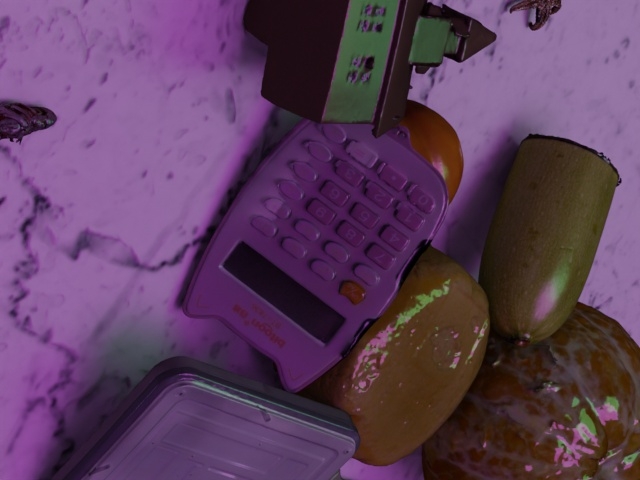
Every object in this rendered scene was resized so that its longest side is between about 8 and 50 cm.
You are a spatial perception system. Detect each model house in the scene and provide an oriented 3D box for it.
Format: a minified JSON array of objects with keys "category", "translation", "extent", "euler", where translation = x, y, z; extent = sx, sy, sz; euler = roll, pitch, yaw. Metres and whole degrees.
[{"category":"model house","translation":[0.069,-0.211,1.551],"extent":[0.248,0.176,0.180],"euler":[-2,113,-37]}]

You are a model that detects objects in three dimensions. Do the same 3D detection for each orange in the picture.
[{"category":"orange","translation":[0.276,0.236,1.944],"extent":[0.329,0.249,0.329],"euler":[-18,120,-32]}]

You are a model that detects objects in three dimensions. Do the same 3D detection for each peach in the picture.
[{"category":"peach","translation":[0.081,-0.085,1.672],"extent":[0.138,0.138,0.138],"euler":[-22,125,-34]}]

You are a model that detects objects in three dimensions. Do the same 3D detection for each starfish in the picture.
[{"category":"starfish","translation":[0.248,-0.285,1.791],"extent":[0.091,0.028,0.078],"euler":[34,90,-43]}]

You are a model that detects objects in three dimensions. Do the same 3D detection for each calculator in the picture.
[{"category":"calculator","translation":[0.000,0.000,1.611],"extent":[0.294,0.194,0.043],"euler":[-53,179,11]}]

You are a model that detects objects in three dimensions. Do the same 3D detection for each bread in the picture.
[{"category":"bread","translation":[0.071,0.122,1.764],"extent":[0.270,0.148,0.269],"euler":[-26,131,-34]}]

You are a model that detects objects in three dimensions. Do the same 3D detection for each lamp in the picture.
[{"category":"lamp","translation":[-0.131,0.246,1.626],"extent":[0.266,0.047,0.269],"euler":[24,119,-37]}]

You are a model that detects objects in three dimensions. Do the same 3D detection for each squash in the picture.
[{"category":"squash","translation":[0.257,0.010,1.840],"extent":[0.132,0.132,0.247],"euler":[42,64,-47]}]

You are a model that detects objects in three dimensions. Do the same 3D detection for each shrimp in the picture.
[{"category":"shrimp","translation":[-0.281,-0.105,1.399],"extent":[0.092,0.029,0.038],"euler":[5,117,-39]}]

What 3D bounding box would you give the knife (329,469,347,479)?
[{"category":"knife","translation":[0.012,0.289,1.894],"extent":[0.293,0.020,0.043],"euler":[30,92,-46]}]
